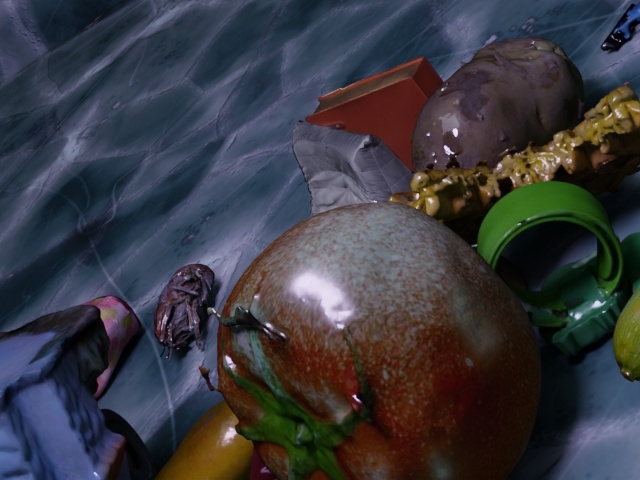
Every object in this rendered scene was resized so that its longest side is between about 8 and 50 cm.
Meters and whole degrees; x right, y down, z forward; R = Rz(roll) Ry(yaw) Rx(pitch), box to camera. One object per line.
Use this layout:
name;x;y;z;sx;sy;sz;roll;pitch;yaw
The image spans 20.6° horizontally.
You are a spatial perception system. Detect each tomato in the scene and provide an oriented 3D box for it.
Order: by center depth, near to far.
tomato;0.053;0.107;1.606;0.239;0.303;0.303;-41;20;-30

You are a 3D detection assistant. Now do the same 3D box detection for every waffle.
waffle;0.201;-0.062;1.768;0.293;0.069;0.260;-21;-14;-1

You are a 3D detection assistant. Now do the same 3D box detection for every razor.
razor;0.423;-0.266;2.007;0.253;0.042;0.082;-2;43;54

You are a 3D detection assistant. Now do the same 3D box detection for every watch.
watch;0.236;0.010;1.672;0.165;0.152;0.131;-35;23;16

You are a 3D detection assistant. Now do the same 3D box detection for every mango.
mango;-0.118;0.237;1.904;0.161;0.076;0.103;-42;26;8

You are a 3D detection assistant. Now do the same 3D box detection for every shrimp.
shrimp;-0.176;0.094;2.253;0.073;0.075;0.190;-9;28;18

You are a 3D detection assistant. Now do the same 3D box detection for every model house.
model house;-0.331;0.299;1.847;0.360;0.339;0.297;-23;11;13

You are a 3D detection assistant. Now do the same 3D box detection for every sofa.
sofa;0.000;0.000;2.009;0.225;0.176;0.210;-45;24;-11

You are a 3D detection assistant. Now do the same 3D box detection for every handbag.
handbag;0.086;-0.143;2.192;0.190;0.127;0.063;-16;32;43

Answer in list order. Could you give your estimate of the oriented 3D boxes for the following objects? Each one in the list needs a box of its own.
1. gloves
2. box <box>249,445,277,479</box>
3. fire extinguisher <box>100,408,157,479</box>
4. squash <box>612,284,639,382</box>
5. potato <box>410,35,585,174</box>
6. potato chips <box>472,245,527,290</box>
gloves;-0.341;0.171;2.304;0.145;0.126;0.241;17;55;35
box;-0.009;0.193;1.820;0.120;0.069;0.224;-25;29;20
fire extinguisher;-0.364;0.356;2.016;0.376;0.113;0.200;-35;25;13
squash;0.326;0.047;1.544;0.188;0.095;0.095;-42;24;-3
potato;0.191;-0.129;1.961;0.165;0.165;0.262;-9;27;50
potato chips;0.122;0.067;1.856;0.195;0.062;0.208;-32;27;24
